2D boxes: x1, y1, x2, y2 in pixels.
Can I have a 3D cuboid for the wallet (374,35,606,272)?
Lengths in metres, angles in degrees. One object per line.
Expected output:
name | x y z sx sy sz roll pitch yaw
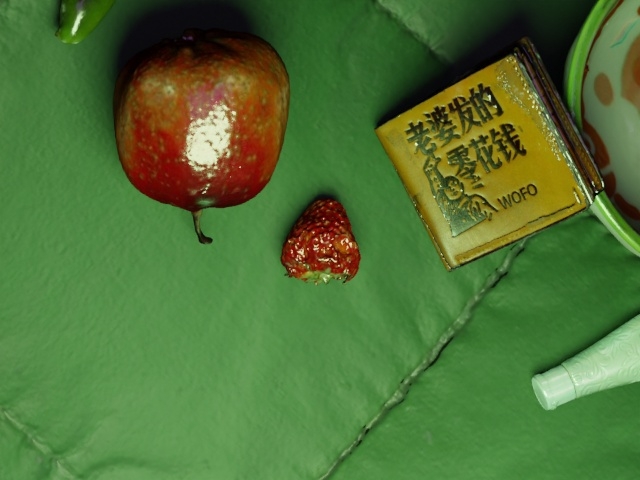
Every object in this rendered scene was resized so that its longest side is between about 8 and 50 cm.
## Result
wallet | 0.146 -0.072 1.657 0.042 0.195 0.161 -25 89 -48

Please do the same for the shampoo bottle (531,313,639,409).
shampoo bottle | 0.289 0.107 1.737 0.190 0.041 0.069 -22 97 -11

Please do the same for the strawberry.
strawberry | 0.000 0.000 1.679 0.073 0.073 0.083 3 72 -10

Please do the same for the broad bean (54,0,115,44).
broad bean | -0.162 -0.266 1.678 0.227 0.039 0.069 -40 100 -11

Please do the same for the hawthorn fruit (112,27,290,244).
hawthorn fruit | -0.104 -0.088 1.630 0.157 0.157 0.194 -2 105 -11

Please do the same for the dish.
dish | 0.355 -0.116 1.727 0.324 0.124 0.324 1 87 -18
